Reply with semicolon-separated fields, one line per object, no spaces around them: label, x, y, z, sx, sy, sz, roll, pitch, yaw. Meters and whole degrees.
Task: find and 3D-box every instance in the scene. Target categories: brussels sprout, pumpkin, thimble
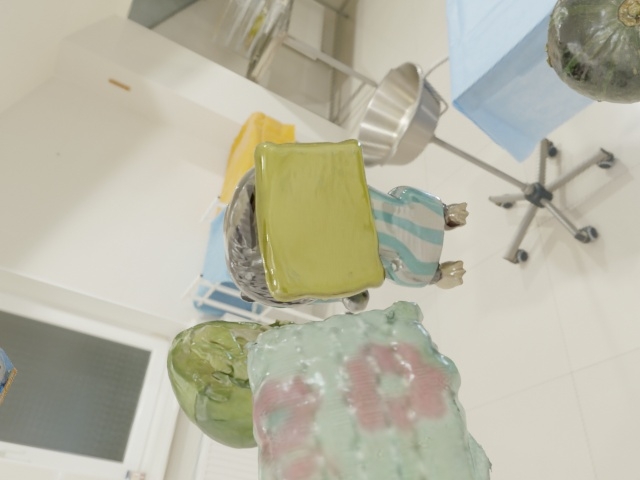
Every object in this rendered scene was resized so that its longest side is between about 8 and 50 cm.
brussels sprout;-0.175;0.324;1.283;0.372;0.314;0.276;-10;19;24
pumpkin;0.359;-0.247;0.612;0.190;0.190;0.146;-64;-14;10
thimble;0.023;0.155;0.406;0.185;0.150;0.210;161;103;-82

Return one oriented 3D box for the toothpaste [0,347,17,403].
toothpaste;-0.454;0.214;0.684;0.193;0.044;0.070;-108;3;-60

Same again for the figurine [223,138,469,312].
figurine;0.000;0.000;0.958;0.378;0.362;0.266;156;124;-69
